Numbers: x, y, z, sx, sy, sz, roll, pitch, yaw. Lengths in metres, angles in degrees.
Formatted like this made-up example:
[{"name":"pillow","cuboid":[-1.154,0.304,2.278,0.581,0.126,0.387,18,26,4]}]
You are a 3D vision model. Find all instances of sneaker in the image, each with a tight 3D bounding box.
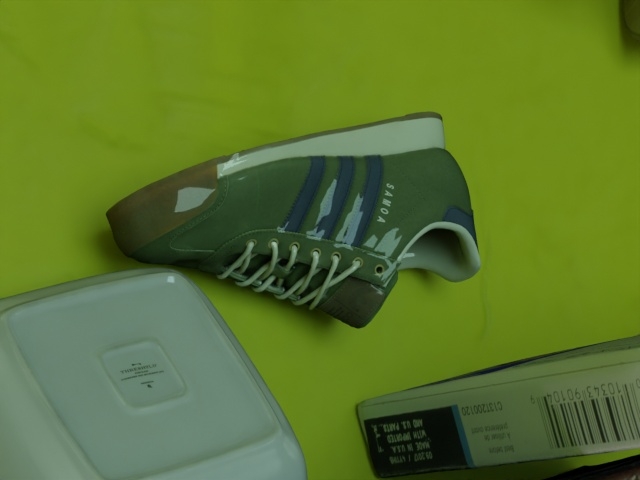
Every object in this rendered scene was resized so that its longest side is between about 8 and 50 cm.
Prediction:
[{"name":"sneaker","cuboid":[0.000,0.000,0.889,0.192,0.064,0.086,-15,78,-39]}]

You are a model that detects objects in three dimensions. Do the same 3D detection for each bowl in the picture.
[{"name":"bowl","cuboid":[-0.079,0.069,0.794,0.142,0.053,0.142,-12,56,-38]}]

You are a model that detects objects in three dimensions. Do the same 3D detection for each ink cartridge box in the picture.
[{"name":"ink cartridge box","cuboid":[0.158,0.060,0.883,0.208,0.206,0.045,-12,86,-34]}]

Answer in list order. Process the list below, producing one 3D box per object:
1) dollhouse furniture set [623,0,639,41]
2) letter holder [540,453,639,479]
[{"name":"dollhouse furniture set","cuboid":[0.197,-0.183,1.086,0.182,0.101,0.161,14,42,-27]},{"name":"letter holder","cuboid":[0.075,0.218,0.811,0.302,0.152,0.214,-11,81,-34]}]
